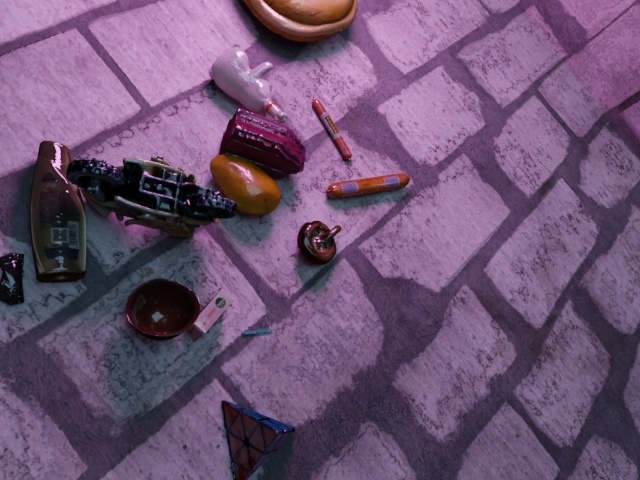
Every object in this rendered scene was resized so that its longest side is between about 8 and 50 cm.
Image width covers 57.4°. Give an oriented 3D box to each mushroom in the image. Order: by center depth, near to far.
[{"bbox_3d":[-0.001,0.000,1.736,0.170,0.080,0.135,-31,98,-35],"label":"mushroom"}]

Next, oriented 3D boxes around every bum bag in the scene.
[{"bbox_3d":[-0.712,0.088,1.345,0.058,0.034,0.124,6,67,-36],"label":"bum bag"}]

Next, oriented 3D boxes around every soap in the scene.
[{"bbox_3d":[-0.162,-0.268,1.720,0.250,0.162,0.099,19,55,-22],"label":"soap"}]

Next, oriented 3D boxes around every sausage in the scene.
[{"bbox_3d":[0.162,-0.180,1.914,0.347,0.053,0.053,-12,75,-31],"label":"sausage"},{"bbox_3d":[0.037,-0.371,1.944,0.034,0.034,0.253,-27,83,-34],"label":"sausage"}]

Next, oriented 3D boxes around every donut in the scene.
[{"bbox_3d":[-0.072,-0.872,2.001,0.448,0.198,0.449,10,65,-23],"label":"donut"}]

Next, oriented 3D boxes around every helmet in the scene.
[{"bbox_3d":[-0.379,0.183,1.431,0.175,0.106,0.155,-2,57,-8],"label":"helmet"}]

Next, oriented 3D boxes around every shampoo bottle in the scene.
[{"bbox_3d":[-0.641,-0.075,1.424,0.125,0.084,0.350,-1,69,-31],"label":"shampoo bottle"}]

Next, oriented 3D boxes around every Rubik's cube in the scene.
[{"bbox_3d":[-0.137,0.513,1.466,0.178,0.211,0.190,10,96,-46],"label":"Rubik's cube"}]

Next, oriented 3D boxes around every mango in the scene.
[{"bbox_3d":[-0.219,-0.159,1.668,0.227,0.109,0.147,35,59,-10],"label":"mango"}]

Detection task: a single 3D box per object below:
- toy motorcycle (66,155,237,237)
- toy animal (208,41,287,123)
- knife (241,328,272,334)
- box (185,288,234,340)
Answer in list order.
[{"bbox_3d":[-0.424,-0.111,1.468,0.410,0.237,0.169,15,78,-25],"label":"toy motorcycle"},{"bbox_3d":[-0.202,-0.467,1.798,0.282,0.140,0.138,39,65,-4],"label":"toy animal"},{"bbox_3d":[-0.171,0.246,1.582,0.091,0.005,0.014,1,70,-28],"label":"knife"},{"bbox_3d":[-0.285,0.191,1.496,0.043,0.089,0.125,42,55,-6],"label":"box"}]
